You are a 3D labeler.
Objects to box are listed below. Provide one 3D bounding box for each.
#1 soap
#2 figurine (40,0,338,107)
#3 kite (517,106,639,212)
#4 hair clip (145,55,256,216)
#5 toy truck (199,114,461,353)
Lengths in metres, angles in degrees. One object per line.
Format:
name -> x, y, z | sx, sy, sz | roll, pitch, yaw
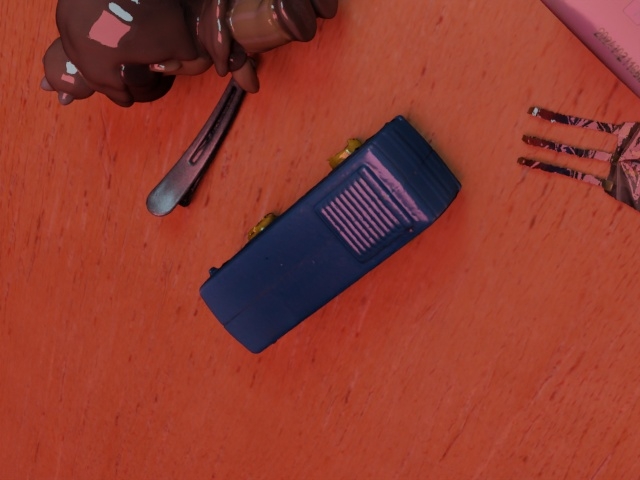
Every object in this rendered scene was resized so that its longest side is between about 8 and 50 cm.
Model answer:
soap -> 0.339, -0.247, 0.853 | 0.199, 0.182, 0.138 | 46, 121, 0
figurine -> -0.176, -0.282, 1.046 | 0.381, 0.248, 0.203 | 3, 153, 22
kite -> 0.365, -0.098, 1.003 | 0.245, 0.015, 0.141 | 16, 114, 17
hair clip -> -0.165, -0.153, 1.197 | 0.048, 0.083, 0.275 | 39, 114, 11
toy truck -> 0.000, 0.000, 1.122 | 0.385, 0.162, 0.161 | -38, 94, 32
